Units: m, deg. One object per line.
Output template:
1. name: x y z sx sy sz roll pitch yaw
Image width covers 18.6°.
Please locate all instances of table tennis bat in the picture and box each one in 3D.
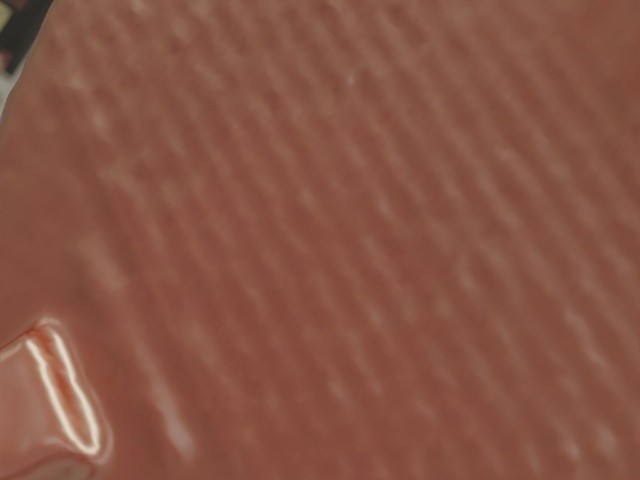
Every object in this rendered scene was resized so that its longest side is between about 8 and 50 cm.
1. table tennis bat: 0.000 0.000 0.445 0.051 0.414 0.268 37 19 -52
